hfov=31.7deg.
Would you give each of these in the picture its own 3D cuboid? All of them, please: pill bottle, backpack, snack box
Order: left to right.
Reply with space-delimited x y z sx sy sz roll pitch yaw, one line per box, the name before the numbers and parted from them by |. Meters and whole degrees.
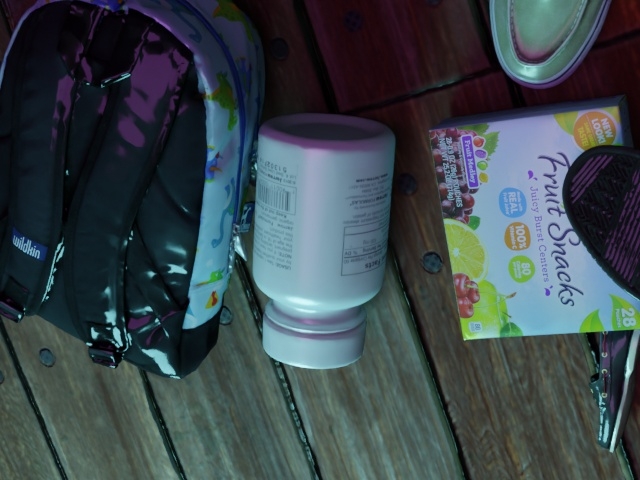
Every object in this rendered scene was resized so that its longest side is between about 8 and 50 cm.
backpack | -0.189 -0.091 1.095 0.290 0.273 0.356 22 135 16
pill bottle | 0.000 0.000 1.095 0.131 0.131 0.229 10 110 19
snack box | 0.206 -0.019 1.041 0.174 0.070 0.207 -5 105 22

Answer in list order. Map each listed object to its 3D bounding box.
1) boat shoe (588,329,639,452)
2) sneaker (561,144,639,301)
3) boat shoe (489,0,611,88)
boat shoe | 0.279 0.137 1.074 0.042 0.049 0.133 11 108 24
sneaker | 0.351 0.020 0.943 0.295 0.178 0.124 39 107 23
boat shoe | 0.204 -0.274 0.950 0.109 0.094 0.302 16 111 16
